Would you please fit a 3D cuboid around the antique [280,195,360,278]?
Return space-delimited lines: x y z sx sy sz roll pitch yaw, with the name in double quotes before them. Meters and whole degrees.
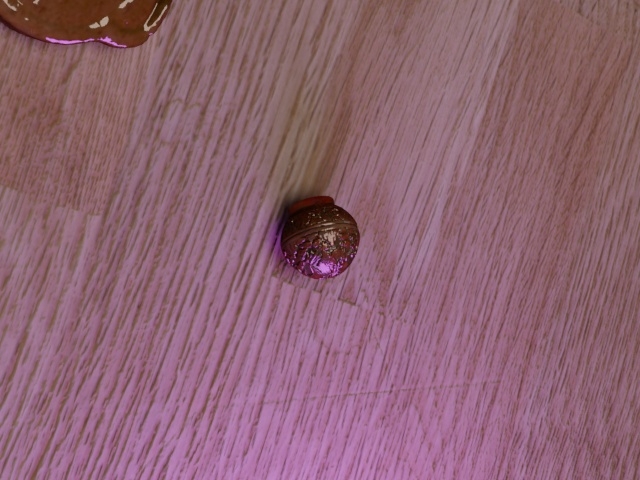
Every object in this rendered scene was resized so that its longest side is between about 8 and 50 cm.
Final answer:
"antique" 0.000 0.000 1.593 0.104 0.104 0.104 -7 101 -35

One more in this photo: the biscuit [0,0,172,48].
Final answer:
"biscuit" -0.242 -0.400 1.380 0.381 0.074 0.359 -46 122 -17
